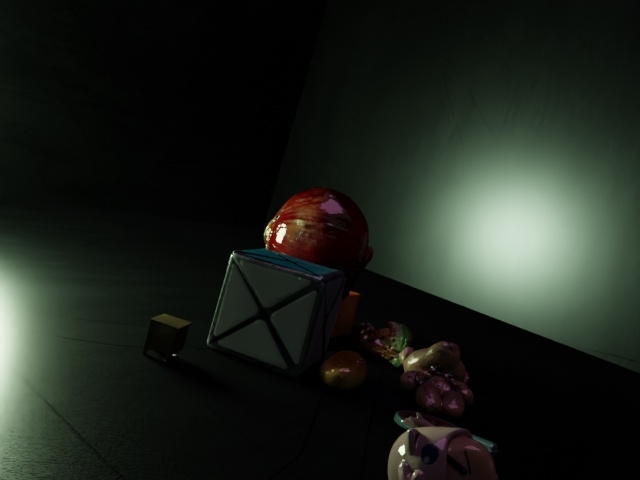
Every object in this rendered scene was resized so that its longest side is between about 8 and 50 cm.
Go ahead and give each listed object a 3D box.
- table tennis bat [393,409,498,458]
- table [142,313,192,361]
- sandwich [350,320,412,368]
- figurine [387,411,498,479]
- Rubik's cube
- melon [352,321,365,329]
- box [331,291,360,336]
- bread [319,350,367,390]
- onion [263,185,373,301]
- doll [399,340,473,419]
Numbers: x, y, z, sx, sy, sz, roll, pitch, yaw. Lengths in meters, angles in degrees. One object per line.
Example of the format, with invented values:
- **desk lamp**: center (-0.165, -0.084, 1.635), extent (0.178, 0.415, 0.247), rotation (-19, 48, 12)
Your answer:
- **table tennis bat**: center (0.275, 0.425, 1.649), extent (0.244, 0.040, 0.153), rotation (15, 4, 35)
- **table**: center (-0.339, 0.215, 1.646), extent (0.070, 0.082, 0.083), rotation (17, 6, 9)
- **sandwich**: center (0.186, 0.297, 2.208), extent (0.159, 0.109, 0.185), rotation (18, 6, -9)
- **figurine**: center (0.233, 0.388, 1.271), extent (0.186, 0.176, 0.287), rotation (-9, -24, 32)
- **Rubik's cube**: center (-0.101, 0.170, 1.881), extent (0.260, 0.255, 0.259), rotation (18, 7, 11)
- **melon**: center (0.040, 0.262, 2.525), extent (0.261, 0.053, 0.114), rotation (21, -13, 12)
- **box**: center (-0.046, 0.200, 2.311), extent (0.224, 0.144, 0.341), rotation (20, 6, 25)
- **bread**: center (0.058, 0.320, 1.811), extent (0.114, 0.078, 0.189), rotation (-3, 3, 12)
- **onion**: center (-0.008, -0.001, 2.157), extent (0.341, 0.341, 0.341), rotation (16, 6, -2)
- **doll**: center (0.309, 0.346, 1.912), extent (0.201, 0.156, 0.303), rotation (18, 10, -2)
